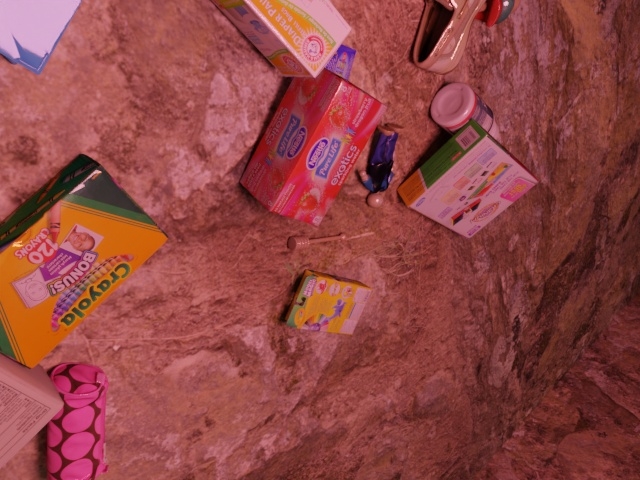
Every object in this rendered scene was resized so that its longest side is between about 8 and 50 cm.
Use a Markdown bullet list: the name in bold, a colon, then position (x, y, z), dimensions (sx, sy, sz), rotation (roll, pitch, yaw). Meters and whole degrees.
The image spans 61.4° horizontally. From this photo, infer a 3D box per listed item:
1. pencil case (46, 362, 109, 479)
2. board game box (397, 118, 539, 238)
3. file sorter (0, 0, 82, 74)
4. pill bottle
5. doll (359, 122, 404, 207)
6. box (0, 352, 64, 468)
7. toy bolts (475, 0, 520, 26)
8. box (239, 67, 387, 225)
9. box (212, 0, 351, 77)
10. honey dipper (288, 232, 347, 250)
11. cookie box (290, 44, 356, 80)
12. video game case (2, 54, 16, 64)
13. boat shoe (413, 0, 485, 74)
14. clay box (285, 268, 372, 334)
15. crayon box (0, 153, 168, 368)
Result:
- **pencil case**: position (-0.406, 0.311, 0.910), dimensions (0.098, 0.095, 0.209), rotation (7, 112, -8)
- **board game box**: position (0.373, -0.137, 1.342), dimensions (0.242, 0.064, 0.316), rotation (-43, 141, 22)
- **file sorter**: position (-0.350, -0.302, 0.616), dimensions (0.118, 0.104, 0.170), rotation (30, 89, -46)
- **pill bottle**: position (0.351, -0.290, 1.287), dimensions (0.180, 0.108, 0.108), rotation (22, 95, -47)
- **doll**: position (0.132, -0.160, 1.195), dimensions (0.129, 0.046, 0.189), rotation (-22, 131, -45)
- **box**: position (-0.519, 0.178, 0.714), dimensions (0.148, 0.121, 0.311), rotation (-46, 134, -16)
- **toy bolts**: position (0.425, -0.575, 1.161), dimensions (0.158, 0.218, 0.228), rotation (-29, 146, -37)
- **box**: position (-0.016, -0.171, 0.968), dimensions (0.128, 0.122, 0.257), rotation (15, 111, -45)
- **box**: position (-0.068, -0.360, 0.836), dimensions (0.203, 0.114, 0.103), rotation (40, 83, -35)
- **honey dipper**: position (0.000, 0.000, 1.168), dimensions (0.160, 0.030, 0.030), rotation (-7, 115, -42)
- **cookie box**: position (0.005, -0.325, 0.998), dimensions (0.107, 0.040, 0.092), rotation (4, 109, -43)
- **video game case**: position (-0.398, -0.317, 0.652), dimensions (0.119, 0.015, 0.166), rotation (-51, 136, -11)
- **boat shoe**: position (0.270, -0.501, 1.109), dimensions (0.098, 0.109, 0.302), rotation (-3, 118, -43)
- **clay box**: position (0.012, 0.142, 1.233), dimensions (0.222, 0.053, 0.127), rotation (18, 98, -45)
- **crayon box**: position (-0.386, 0.030, 0.790), dimensions (0.278, 0.081, 0.165), rotation (-47, 134, -15)
